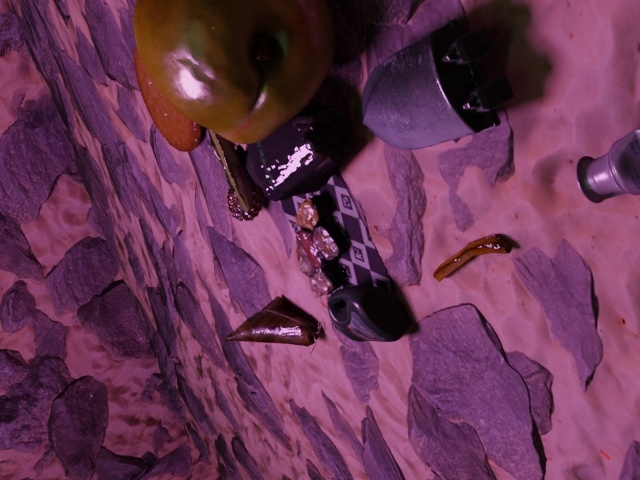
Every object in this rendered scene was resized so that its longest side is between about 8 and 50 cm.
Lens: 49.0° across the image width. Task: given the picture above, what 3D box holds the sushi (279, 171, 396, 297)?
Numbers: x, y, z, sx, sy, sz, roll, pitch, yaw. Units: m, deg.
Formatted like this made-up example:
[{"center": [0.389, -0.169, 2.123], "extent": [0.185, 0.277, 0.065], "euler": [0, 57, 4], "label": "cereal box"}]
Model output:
[{"center": [0.000, 0.000, 1.427], "extent": [0.293, 0.059, 0.292], "euler": [63, 152, -2], "label": "sushi"}]

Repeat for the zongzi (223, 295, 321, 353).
[{"center": [-0.113, 0.231, 1.699], "extent": [0.187, 0.184, 0.084], "euler": [27, 138, 48], "label": "zongzi"}]

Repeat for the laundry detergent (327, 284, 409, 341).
[{"center": [0.074, 0.149, 1.408], "extent": [0.144, 0.078, 0.222], "euler": [41, 158, -14], "label": "laundry detergent"}]

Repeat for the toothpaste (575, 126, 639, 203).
[{"center": [0.383, -0.094, 0.698], "extent": [0.266, 0.061, 0.096], "euler": [-19, 98, 56], "label": "toothpaste"}]

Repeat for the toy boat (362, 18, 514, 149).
[{"center": [0.136, -0.198, 0.978], "extent": [0.141, 0.092, 0.320], "euler": [65, 160, -9], "label": "toy boat"}]

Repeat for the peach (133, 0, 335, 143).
[{"center": [-0.140, -0.319, 1.091], "extent": [0.314, 0.282, 0.315], "euler": [-59, 44, 22], "label": "peach"}]

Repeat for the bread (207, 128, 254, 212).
[{"center": [-0.181, -0.161, 1.379], "extent": [0.228, 0.034, 0.228], "euler": [157, 90, -81], "label": "bread"}]

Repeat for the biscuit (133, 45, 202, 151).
[{"center": [-0.378, -0.363, 1.749], "extent": [0.305, 0.038, 0.305], "euler": [39, 144, 36], "label": "biscuit"}]

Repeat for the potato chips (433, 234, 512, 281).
[{"center": [0.228, 0.029, 1.100], "extent": [0.037, 0.026, 0.204], "euler": [47, 152, -3], "label": "potato chips"}]

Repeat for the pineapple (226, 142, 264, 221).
[{"center": [-0.161, -0.118, 1.561], "extent": [0.103, 0.083, 0.221], "euler": [41, 147, 23], "label": "pineapple"}]

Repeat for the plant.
[{"center": [-0.050, -0.161, 1.252], "extent": [0.256, 0.142, 0.164], "euler": [-15, 93, 57], "label": "plant"}]
